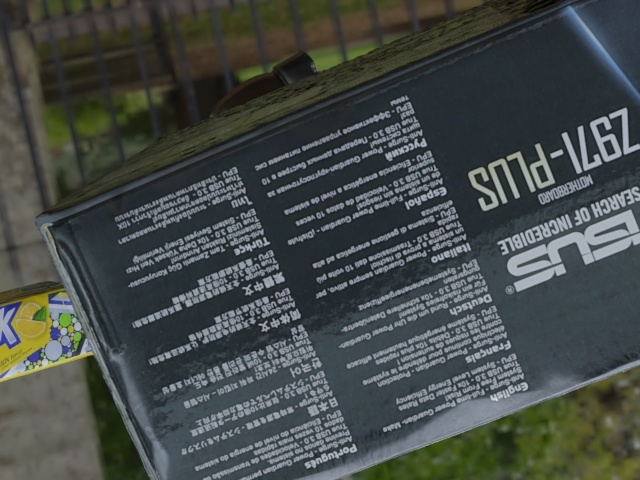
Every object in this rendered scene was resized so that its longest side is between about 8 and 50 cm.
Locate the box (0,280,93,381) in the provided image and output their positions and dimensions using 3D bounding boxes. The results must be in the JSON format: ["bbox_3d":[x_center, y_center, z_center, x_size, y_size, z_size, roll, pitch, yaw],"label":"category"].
[{"bbox_3d":[-0.248,0.074,1.135,0.054,0.059,0.169,-1,-171,40],"label":"box"}]

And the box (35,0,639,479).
[{"bbox_3d":[0.042,-0.015,0.379,0.180,0.078,0.147,-22,-173,6],"label":"box"}]

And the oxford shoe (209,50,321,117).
[{"bbox_3d":[0.000,0.000,0.972,0.096,0.227,0.083,-27,166,-10],"label":"oxford shoe"}]
